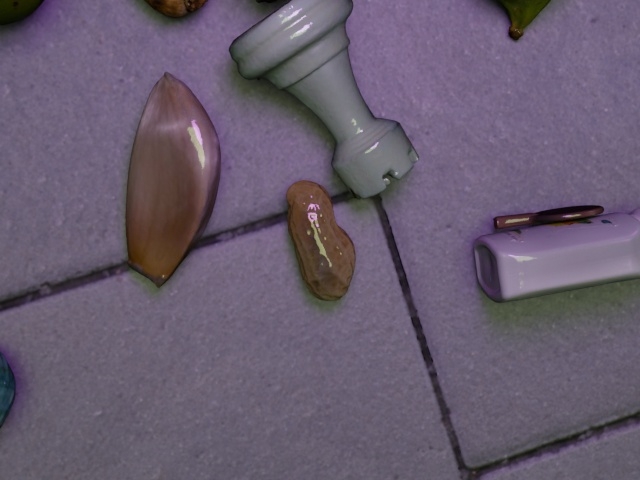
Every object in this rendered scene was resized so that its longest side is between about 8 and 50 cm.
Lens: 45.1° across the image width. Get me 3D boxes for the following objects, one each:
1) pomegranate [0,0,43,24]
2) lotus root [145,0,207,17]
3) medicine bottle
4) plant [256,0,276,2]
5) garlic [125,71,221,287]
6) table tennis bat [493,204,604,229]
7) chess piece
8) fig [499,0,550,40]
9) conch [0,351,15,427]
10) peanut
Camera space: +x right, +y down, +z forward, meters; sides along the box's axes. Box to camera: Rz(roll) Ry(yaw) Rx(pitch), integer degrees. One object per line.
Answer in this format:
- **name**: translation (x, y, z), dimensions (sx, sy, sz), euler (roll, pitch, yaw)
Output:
- **pomegranate**: translation (-0.517, -0.408, 1.064), dimensions (0.302, 0.236, 0.235), euler (-5, 94, 7)
- **lotus root**: translation (-0.245, -0.413, 1.145), dimensions (0.191, 0.094, 0.108), euler (41, 68, 2)
- **medicine bottle**: translation (0.398, 0.019, 1.187), dimensions (0.296, 0.161, 0.111), euler (-8, 98, -3)
- **plant**: translation (-0.034, -0.465, 1.109), dimensions (0.234, 0.204, 0.178), euler (-34, 105, 8)
- **garlic**: translation (-0.218, -0.084, 1.154), dimensions (0.143, 0.112, 0.318), euler (17, 99, 17)
- **table tennis bat**: translation (0.351, -0.088, 1.205), dimensions (0.170, 0.107, 0.119), euler (-8, 95, 0)
- **chess piece**: translation (0.020, -0.213, 1.140), dimensions (0.195, 0.194, 0.299), euler (-35, 104, -2)
- **fig**: translation (0.312, -0.433, 1.176), dimensions (0.203, 0.203, 0.235), euler (-21, 134, -3)
- **conch**: translation (-0.550, 0.231, 1.130), dimensions (0.196, 0.134, 0.202), euler (-8, 95, -6)
- **peanut**: translation (0.000, 0.000, 1.190), dimensions (0.093, 0.083, 0.194), euler (-13, 96, 10)
